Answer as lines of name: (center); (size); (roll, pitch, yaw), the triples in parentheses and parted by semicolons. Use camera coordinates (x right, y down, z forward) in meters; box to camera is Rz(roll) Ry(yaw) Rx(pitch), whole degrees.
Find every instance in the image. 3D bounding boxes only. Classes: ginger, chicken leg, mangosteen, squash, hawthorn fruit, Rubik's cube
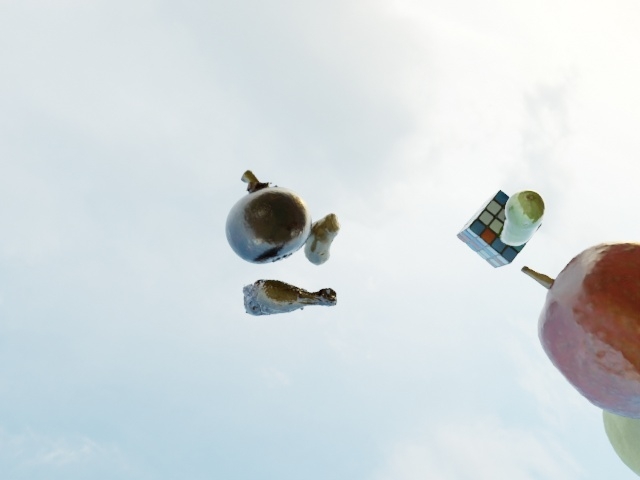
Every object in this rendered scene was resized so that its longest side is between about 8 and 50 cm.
ginger: (0.001, -0.001, 1.525); (0.095, 0.190, 0.069); (-8, -137, -25)
chicken leg: (-0.098, 0.155, 1.379); (0.177, 0.322, 0.083); (15, -110, -26)
mangosteen: (-0.142, -0.072, 1.400); (0.235, 0.235, 0.261); (-15, -99, -38)
squash: (0.448, -0.043, 1.198); (0.083, 0.250, 0.083); (-3, -108, 11)
hawthorn fruit: (0.503, 0.132, 0.938); (0.330, 0.287, 0.287); (35, -138, 29)
Rubik's cube: (0.508, -0.030, 1.534); (0.154, 0.155, 0.151); (40, -95, 6)

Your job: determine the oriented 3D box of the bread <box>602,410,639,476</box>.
bread: (0.765, 0.365, 1.108); (0.237, 0.320, 0.320); (22, -128, -15)
